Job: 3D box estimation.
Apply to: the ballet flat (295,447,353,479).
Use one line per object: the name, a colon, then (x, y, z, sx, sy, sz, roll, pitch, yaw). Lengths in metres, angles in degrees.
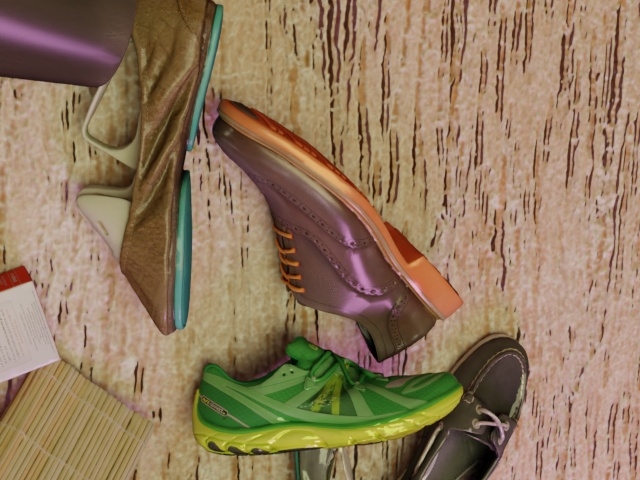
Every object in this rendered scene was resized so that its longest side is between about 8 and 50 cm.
ballet flat: (0.003, 0.302, 1.409, 0.068, 0.072, 0.213, 4, 105, 8)

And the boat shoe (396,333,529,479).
boat shoe: (0.158, 0.270, 1.454, 0.112, 0.095, 0.335, 32, 92, -27)

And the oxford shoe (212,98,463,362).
oxford shoe: (0.000, 0.000, 1.294, 0.133, 0.130, 0.363, -45, 117, 2)

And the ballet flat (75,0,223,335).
ballet flat: (-0.174, -0.079, 1.215, 0.124, 0.116, 0.342, 7, 103, -3)

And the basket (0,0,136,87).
basket: (-0.290, -0.218, 1.087, 0.227, 0.204, 0.154, 8, 66, -32)

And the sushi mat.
sushi mat: (-0.287, 0.276, 1.215, 0.151, 0.019, 0.316, 38, 56, -20)

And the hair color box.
hair color box: (-0.353, 0.100, 1.218, 0.167, 0.053, 0.093, -21, 114, -17)

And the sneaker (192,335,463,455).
sneaker: (0.009, 0.161, 1.325, 0.295, 0.109, 0.123, -4, 80, -4)
